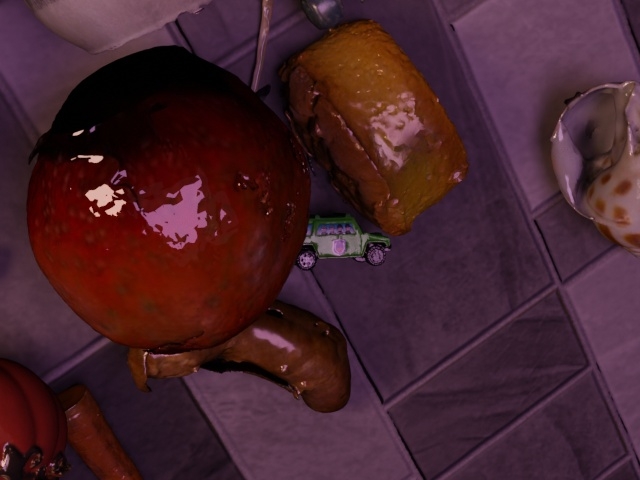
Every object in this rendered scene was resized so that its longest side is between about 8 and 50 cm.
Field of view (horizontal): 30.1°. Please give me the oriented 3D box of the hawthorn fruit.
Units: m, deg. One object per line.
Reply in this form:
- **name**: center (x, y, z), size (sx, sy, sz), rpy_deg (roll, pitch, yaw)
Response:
- **hawthorn fruit**: center (-0.158, -0.040, 1.191), size (0.316, 0.316, 0.316), rpy_deg (-7, 108, -23)

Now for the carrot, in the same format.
- **carrot**: center (-0.237, 0.259, 1.373), size (0.057, 0.057, 0.224), rpy_deg (-36, 120, -11)

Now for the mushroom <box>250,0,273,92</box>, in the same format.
- **mushroom**: center (-0.063, -0.258, 1.317), size (0.026, 0.028, 0.286), rpy_deg (17, 99, 15)

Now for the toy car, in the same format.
- **toy car**: center (0.000, 0.000, 1.384), size (0.165, 0.071, 0.062), rpy_deg (-2, 95, -16)

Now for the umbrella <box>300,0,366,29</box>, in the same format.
- **umbrella**: center (0.117, -0.354, 1.326), size (0.349, 0.094, 0.143), rpy_deg (-39, 123, -8)

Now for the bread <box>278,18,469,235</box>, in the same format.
- **bread**: center (0.074, -0.115, 1.349), size (0.160, 0.147, 0.261), rpy_deg (-35, 116, -9)

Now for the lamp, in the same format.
- **lamp**: center (-0.371, 0.217, 1.216), size (0.227, 0.227, 0.227), rpy_deg (-7, 108, -23)

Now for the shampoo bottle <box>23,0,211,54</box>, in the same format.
- **shampoo bottle**: center (-0.181, -0.331, 1.096), size (0.273, 0.273, 0.266), rpy_deg (-31, 107, -13)

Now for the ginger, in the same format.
- **ginger**: center (-0.076, 0.125, 1.375), size (0.309, 0.107, 0.133), rpy_deg (12, 86, -31)

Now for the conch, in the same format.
- **conch**: center (0.398, -0.082, 1.504), size (0.148, 0.182, 0.275), rpy_deg (-32, 127, -48)
